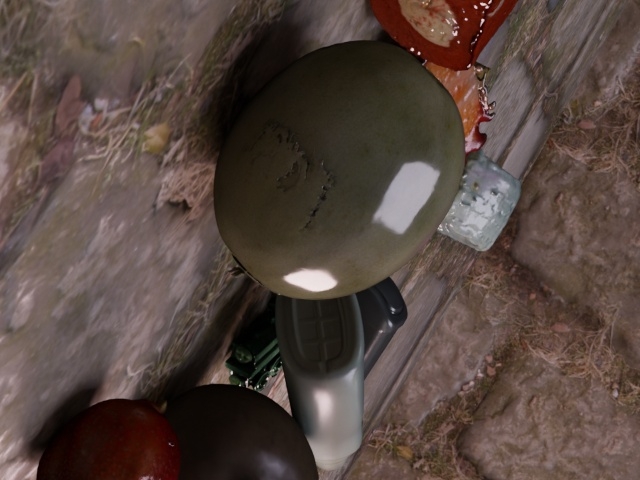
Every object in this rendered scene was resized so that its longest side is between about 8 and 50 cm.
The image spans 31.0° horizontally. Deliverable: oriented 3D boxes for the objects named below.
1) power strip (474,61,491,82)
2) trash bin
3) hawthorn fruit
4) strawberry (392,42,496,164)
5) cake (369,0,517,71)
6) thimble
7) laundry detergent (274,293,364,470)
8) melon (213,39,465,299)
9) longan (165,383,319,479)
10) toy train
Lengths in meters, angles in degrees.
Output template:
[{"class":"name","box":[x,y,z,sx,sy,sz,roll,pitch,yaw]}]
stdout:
[{"class":"power strip","box":[0.226,-0.247,2.103,0.305,0.044,0.064,-44,158,-38]},{"class":"trash bin","box":[0.038,0.149,2.008,0.236,0.177,0.101,-62,165,22]},{"class":"hawthorn fruit","box":[-0.245,0.267,1.396,0.169,0.169,0.188,103,12,-48]},{"class":"strawberry","box":[0.130,-0.183,1.748,0.280,0.150,0.253,-56,144,-2]},{"class":"cake","box":[0.168,-0.355,1.482,0.151,0.177,0.283,-54,169,-20]},{"class":"thimble","box":[0.276,-0.095,2.227,0.172,0.205,0.250,-58,170,-3]},{"class":"laundry detergent","box":[0.005,0.221,1.809,0.397,0.125,0.264,85,-5,-50]},{"class":"melon","box":[0.014,-0.075,1.346,0.330,0.268,0.268,-45,167,10]},{"class":"longan","box":[-0.142,0.350,1.658,0.297,0.297,0.297,-52,163,-23]},{"class":"toy train","box":[-0.088,0.166,1.857,0.170,0.071,0.111,-41,147,-45]}]
